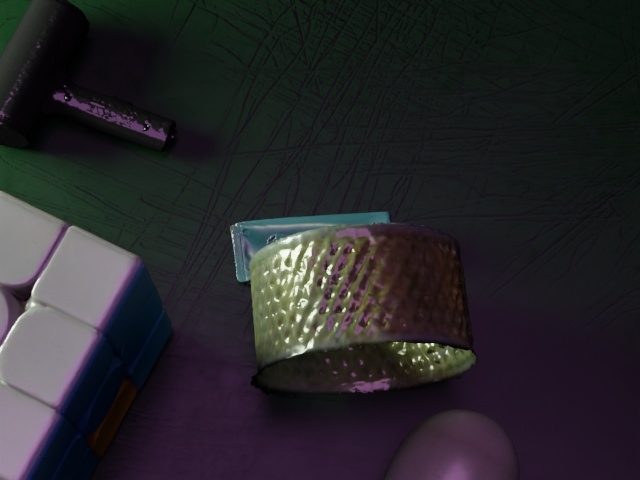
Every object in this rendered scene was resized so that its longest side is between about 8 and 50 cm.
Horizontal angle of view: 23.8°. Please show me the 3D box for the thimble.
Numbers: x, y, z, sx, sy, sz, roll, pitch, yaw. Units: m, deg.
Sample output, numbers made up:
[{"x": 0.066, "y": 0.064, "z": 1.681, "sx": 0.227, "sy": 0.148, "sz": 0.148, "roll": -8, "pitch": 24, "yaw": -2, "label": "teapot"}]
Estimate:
[{"x": 0.044, "y": 0.087, "z": 1.786, "sx": 0.270, "sy": 0.271, "sz": 0.150, "roll": -5, "pitch": 72, "yaw": -2, "label": "thimble"}]

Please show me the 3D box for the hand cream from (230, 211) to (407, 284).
[{"x": 0.000, "y": 0.000, "z": 1.931, "sx": 0.224, "sy": 0.048, "sz": 0.083, "roll": -10, "pitch": 76, "yaw": 1, "label": "hand cream"}]

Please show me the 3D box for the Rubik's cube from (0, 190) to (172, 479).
[{"x": -0.372, "y": 0.125, "z": 1.754, "sx": 0.291, "sy": 0.292, "sz": 0.290, "roll": 25, "pitch": 75, "yaw": 8, "label": "Rubik's cube"}]

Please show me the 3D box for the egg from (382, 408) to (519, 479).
[{"x": 0.147, "y": 0.298, "z": 1.782, "sx": 0.151, "sy": 0.151, "sz": 0.209, "roll": 29, "pitch": 80, "yaw": 8, "label": "egg"}]

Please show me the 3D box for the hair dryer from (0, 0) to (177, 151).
[{"x": -0.304, "y": -0.184, "z": 1.970, "sx": 0.251, "sy": 0.089, "sz": 0.197, "roll": 24, "pitch": 72, "yaw": -3, "label": "hair dryer"}]
